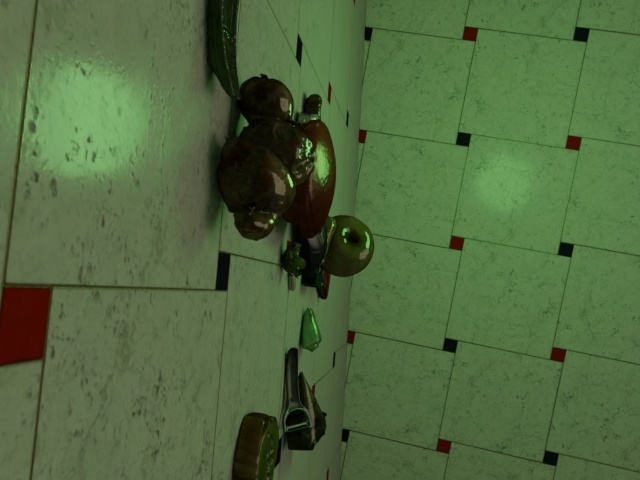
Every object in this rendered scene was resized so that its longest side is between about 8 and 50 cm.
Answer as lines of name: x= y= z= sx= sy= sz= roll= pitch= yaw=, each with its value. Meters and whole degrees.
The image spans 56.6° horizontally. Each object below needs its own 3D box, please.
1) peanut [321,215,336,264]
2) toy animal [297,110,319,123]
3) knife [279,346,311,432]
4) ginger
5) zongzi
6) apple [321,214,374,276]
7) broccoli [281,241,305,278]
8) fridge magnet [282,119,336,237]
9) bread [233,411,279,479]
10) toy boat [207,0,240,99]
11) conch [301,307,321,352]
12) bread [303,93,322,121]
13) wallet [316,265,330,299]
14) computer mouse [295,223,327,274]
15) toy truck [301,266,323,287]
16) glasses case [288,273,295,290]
peanut: x=0.000 y=0.000 z=2.274 sx=0.099 sy=0.100 sz=0.213 roll=74 pitch=26 yaw=-64
toy animal: x=-0.043 y=-0.361 z=1.962 sx=0.085 sy=0.071 sz=0.124 roll=-64 pitch=156 yaw=-69
knife: x=-0.099 y=0.500 z=2.011 sx=0.123 sy=0.053 sz=0.277 roll=-2 pitch=87 yaw=-38
ginger: x=-0.124 y=-0.165 z=1.281 sx=0.256 sy=0.177 sz=0.375 roll=59 pitch=33 yaw=-42
zongzi: x=-0.047 y=0.602 z=2.166 sx=0.251 sy=0.125 sz=0.274 roll=28 pitch=60 yaw=-79
apple: x=0.090 y=0.026 z=2.450 sx=0.234 sy=0.257 sz=0.256 roll=142 pitch=-41 yaw=-60
broccoli: x=-0.078 y=0.059 z=1.857 sx=0.096 sy=0.092 sz=0.095 roll=-65 pitch=151 yaw=-17
fridge magnet: x=-0.034 y=-0.186 z=1.812 sx=0.363 sy=0.155 sz=0.363 roll=4 pitch=90 yaw=-80
bread: x=-0.166 y=0.570 z=1.564 sx=0.236 sy=0.070 sz=0.235 roll=4 pitch=90 yaw=-80
toy boat: x=-0.182 y=-0.421 z=1.141 sx=0.093 sy=0.055 sz=0.292 roll=-25 pitch=117 yaw=-80
conch: x=-0.037 y=0.344 z=2.285 sx=0.106 sy=0.079 sz=0.170 roll=120 pitch=-30 yaw=-76
bread: x=-0.026 y=-0.458 z=2.066 sx=0.082 sy=0.060 sz=0.113 roll=64 pitch=29 yaw=-73
wallet: x=0.022 y=0.142 z=2.632 sx=0.142 sy=0.045 sz=0.204 roll=79 pitch=17 yaw=-57
computer mouse: x=-0.025 y=0.012 z=2.052 sx=0.137 sy=0.087 sz=0.269 roll=-50 pitch=150 yaw=-48
toy truck: x=-0.027 y=0.139 z=2.270 sx=0.147 sy=0.065 sz=0.079 roll=44 pitch=53 yaw=-78
glasses case: x=-0.094 y=0.131 z=1.987 sx=0.032 sy=0.021 sz=0.083 roll=-77 pitch=167 yaw=-56
